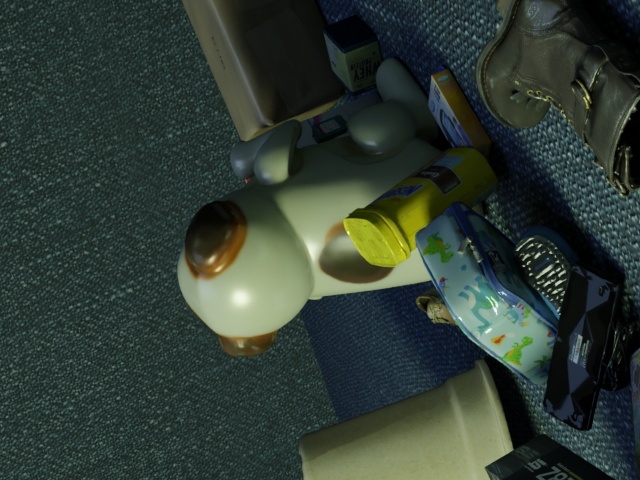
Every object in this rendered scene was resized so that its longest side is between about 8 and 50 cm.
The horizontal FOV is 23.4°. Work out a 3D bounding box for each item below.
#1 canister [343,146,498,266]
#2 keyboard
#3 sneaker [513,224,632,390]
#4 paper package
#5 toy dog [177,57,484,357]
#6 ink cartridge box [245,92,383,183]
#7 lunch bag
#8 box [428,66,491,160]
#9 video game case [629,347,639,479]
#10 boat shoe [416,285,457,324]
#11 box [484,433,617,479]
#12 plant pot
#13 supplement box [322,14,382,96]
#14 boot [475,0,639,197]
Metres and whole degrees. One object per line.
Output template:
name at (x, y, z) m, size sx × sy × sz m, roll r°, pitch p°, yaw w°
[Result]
canister at (0.126, -0.044, 1.929) m, size 0.073 × 0.170 × 0.126 m, roll 58°, pitch 165°, yaw -11°
keyboard at (0.307, 0.123, 1.720) m, size 0.100 × 0.038 × 0.192 m, roll 32°, pitch 123°, yaw 44°
sneaker at (0.299, 0.072, 1.769) m, size 0.209 × 0.069 × 0.082 m, roll 57°, pitch -155°, yaw 2°
paper package at (-0.104, -0.345, 2.607) m, size 0.309 × 0.168 × 0.325 m, roll 155°, pitch 92°, yaw -80°
toy dog at (0.000, 0.000, 2.131) m, size 0.395 × 0.407 × 0.285 m, roll -123°, pitch 14°, yaw -45°
ink cartridge box at (0.002, -0.120, 2.358) m, size 0.134 × 0.231 × 0.078 m, roll 81°, pitch 163°, yaw -53°
lunch bag at (0.212, 0.060, 1.840) m, size 0.219 × 0.090 × 0.176 m, roll 38°, pitch -160°, yaw -41°
box at (0.174, -0.156, 1.979) m, size 0.136 × 0.028 × 0.081 m, roll 60°, pitch 168°, yaw 22°
video game case at (0.358, 0.191, 1.565) m, size 0.227 × 0.026 × 0.206 m, roll 100°, pitch 170°, yaw -72°
boat shoe at (0.189, 0.110, 2.418) m, size 0.135 × 0.045 × 0.050 m, roll -146°, pitch 34°, yaw -72°
box at (0.340, 0.432, 1.663) m, size 0.395 × 0.097 × 0.318 m, roll 64°, pitch 169°, yaw -13°
plant pot at (0.135, 0.375, 2.336) m, size 0.334 × 0.305 × 0.334 m, roll 167°, pitch 90°, yaw -89°
supplement box at (0.050, -0.273, 2.276) m, size 0.083 × 0.056 × 0.083 m, roll -126°, pitch 17°, yaw -51°
boot at (0.244, -0.131, 1.494) m, size 0.263 × 0.091 × 0.229 m, roll 87°, pitch 158°, yaw -57°
